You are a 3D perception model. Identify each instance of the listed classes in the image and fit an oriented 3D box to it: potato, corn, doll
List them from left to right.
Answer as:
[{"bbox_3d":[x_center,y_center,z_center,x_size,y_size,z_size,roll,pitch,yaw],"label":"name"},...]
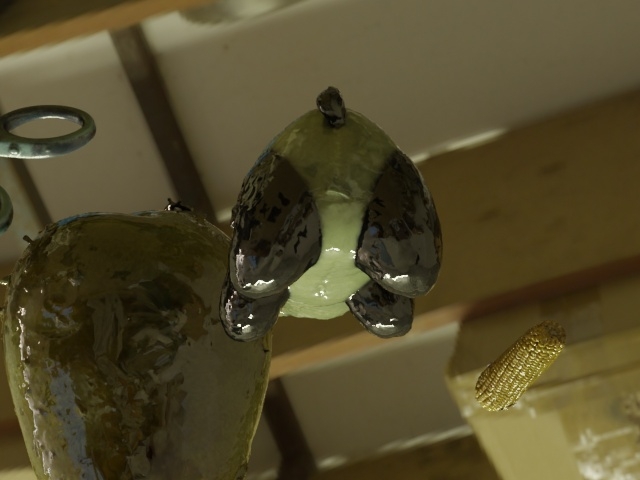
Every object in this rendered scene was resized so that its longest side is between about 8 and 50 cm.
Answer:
[{"bbox_3d":[-0.168,0.143,1.393,0.270,0.359,0.219,-10,-177,-4],"label":"potato"},{"bbox_3d":[0.002,-0.001,1.012,0.144,0.234,0.135,2,-116,-7],"label":"doll"},{"bbox_3d":[0.117,0.075,0.834,0.083,0.027,0.028,-53,-170,42],"label":"corn"}]

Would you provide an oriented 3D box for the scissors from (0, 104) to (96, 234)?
[{"bbox_3d":[-0.448,-0.100,1.449,0.384,0.029,0.256,12,-144,12],"label":"scissors"}]
